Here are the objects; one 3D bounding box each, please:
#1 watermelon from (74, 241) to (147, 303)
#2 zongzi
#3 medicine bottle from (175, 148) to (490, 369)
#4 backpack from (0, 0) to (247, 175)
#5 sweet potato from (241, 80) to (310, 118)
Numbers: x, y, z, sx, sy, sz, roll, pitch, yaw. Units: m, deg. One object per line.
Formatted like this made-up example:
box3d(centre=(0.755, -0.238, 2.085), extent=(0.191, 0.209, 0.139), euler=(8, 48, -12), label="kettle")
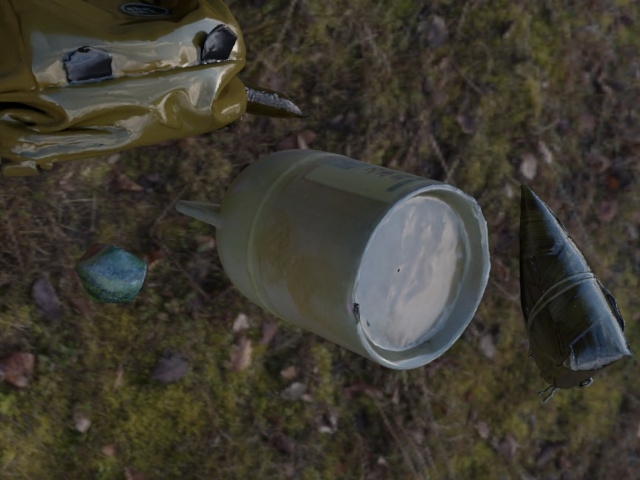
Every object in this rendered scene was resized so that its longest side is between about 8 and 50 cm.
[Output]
box3d(centre=(-0.284, 0.037, 1.275), extent=(0.092, 0.072, 0.085), euler=(-17, 138, 4), label="watermelon")
box3d(centre=(0.230, 0.055, 0.923), extent=(0.084, 0.187, 0.184), euler=(-20, 71, -1), label="zongzi")
box3d(centre=(0.000, 0.000, 1.242), extent=(0.235, 0.406, 0.236), euler=(-14, 113, -37), label="medicine bottle")
box3d(centre=(-0.277, -0.208, 1.025), extent=(0.353, 0.378, 0.201), euler=(-18, 118, -42), label="backpack")
box3d(centre=(-0.143, -0.207, 1.302), extent=(0.273, 0.067, 0.067), euler=(7, 89, -25), label="sweet potato")
